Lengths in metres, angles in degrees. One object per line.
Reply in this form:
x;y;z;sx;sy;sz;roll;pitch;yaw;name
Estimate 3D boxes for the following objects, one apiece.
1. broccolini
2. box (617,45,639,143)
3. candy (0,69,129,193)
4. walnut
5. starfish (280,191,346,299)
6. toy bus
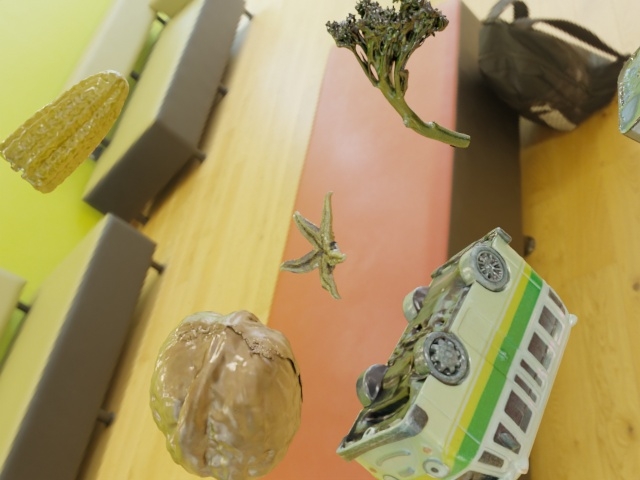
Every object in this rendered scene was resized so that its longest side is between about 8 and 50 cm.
0.130;-0.200;0.877;0.123;0.271;0.062;-15;54;34;broccolini
0.437;-0.189;0.785;0.243;0.135;0.163;116;172;-53;box
-0.346;-0.161;1.015;0.199;0.094;0.106;-45;16;-8;candy
-0.119;0.196;0.920;0.198;0.198;0.245;-102;13;-54;walnut
0.000;0.000;1.276;0.208;0.053;0.176;33;116;49;starfish
0.150;0.137;0.744;0.133;0.165;0.276;-43;9;50;toy bus
